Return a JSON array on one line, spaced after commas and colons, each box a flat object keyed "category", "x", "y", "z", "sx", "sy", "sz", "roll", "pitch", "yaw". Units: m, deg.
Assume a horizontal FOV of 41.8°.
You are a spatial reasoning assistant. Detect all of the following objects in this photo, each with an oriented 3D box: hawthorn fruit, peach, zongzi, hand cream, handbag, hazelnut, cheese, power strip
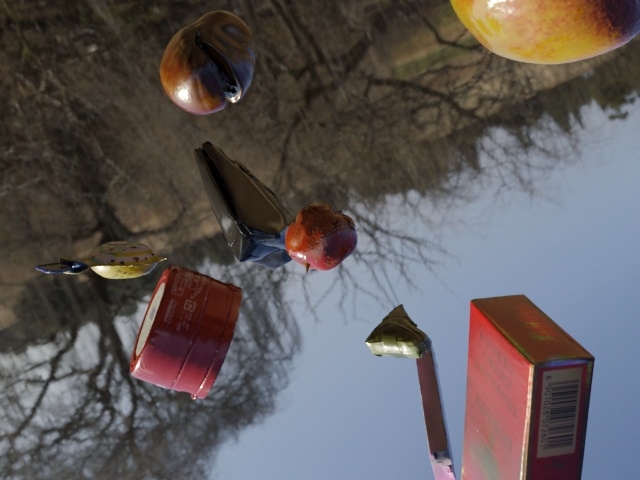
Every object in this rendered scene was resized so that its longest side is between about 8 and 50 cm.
[{"category": "hawthorn fruit", "x": 0.000, "y": 0.000, "z": 1.036, "sx": 0.093, "sy": 0.093, "sz": 0.093, "roll": -25, "pitch": -175, "yaw": 2}, {"category": "peach", "x": 0.254, "y": -0.298, "z": 0.917, "sx": 0.231, "sy": 0.231, "sz": 0.231, "roll": -25, "pitch": -175, "yaw": 2}, {"category": "zongzi", "x": 0.145, "y": 0.140, "z": 1.348, "sx": 0.109, "sy": 0.055, "sz": 0.119, "roll": 0, "pitch": -145, "yaw": 40}, {"category": "hand cream", "x": -0.247, "y": 0.165, "z": 1.532, "sx": 0.230, "sy": 0.149, "sz": 0.230, "roll": -60, "pitch": -165, "yaw": 28}, {"category": "handbag", "x": -0.174, "y": -0.081, "z": 1.923, "sx": 0.152, "sy": 0.288, "sz": 0.342, "roll": -31, "pitch": 169, "yaw": 6}, {"category": "hazelnut", "x": -0.257, "y": -0.415, "z": 1.920, "sx": 0.251, "sy": 0.217, "sz": 0.217, "roll": -50, "pitch": -165, "yaw": -22}, {"category": "cheese", "x": -0.415, "y": 0.041, "z": 1.607, "sx": 0.250, "sy": 0.064, "sz": 0.157, "roll": -8, "pitch": -169, "yaw": -41}, {"category": "power strip", "x": 0.208, "y": 0.307, "z": 1.541, "sx": 0.038, "sy": 0.109, "sz": 0.279, "roll": -11, "pitch": -135, "yaw": 8}]

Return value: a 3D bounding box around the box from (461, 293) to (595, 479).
[{"category": "box", "x": 0.261, "y": 0.252, "z": 1.091, "sx": 0.089, "sy": 0.313, "sz": 0.197, "roll": -4, "pitch": -161, "yaw": -12}]
